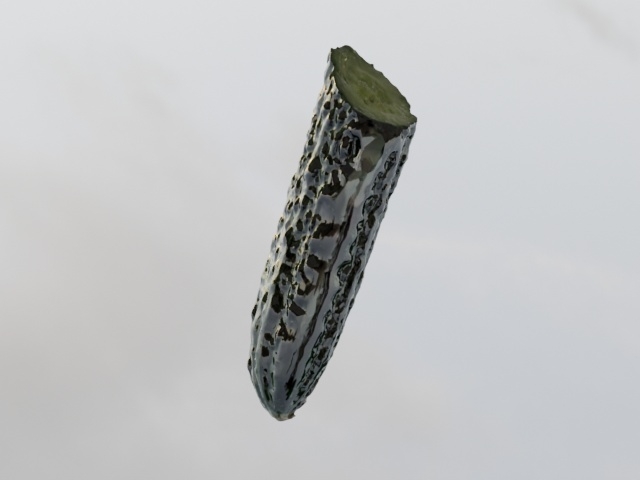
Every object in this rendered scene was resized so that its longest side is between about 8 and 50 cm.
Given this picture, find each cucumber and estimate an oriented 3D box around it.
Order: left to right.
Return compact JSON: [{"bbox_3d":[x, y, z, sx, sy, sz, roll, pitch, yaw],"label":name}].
[{"bbox_3d":[0.001,0.000,1.186,0.077,0.265,0.077,17,-159,-7],"label":"cucumber"}]
